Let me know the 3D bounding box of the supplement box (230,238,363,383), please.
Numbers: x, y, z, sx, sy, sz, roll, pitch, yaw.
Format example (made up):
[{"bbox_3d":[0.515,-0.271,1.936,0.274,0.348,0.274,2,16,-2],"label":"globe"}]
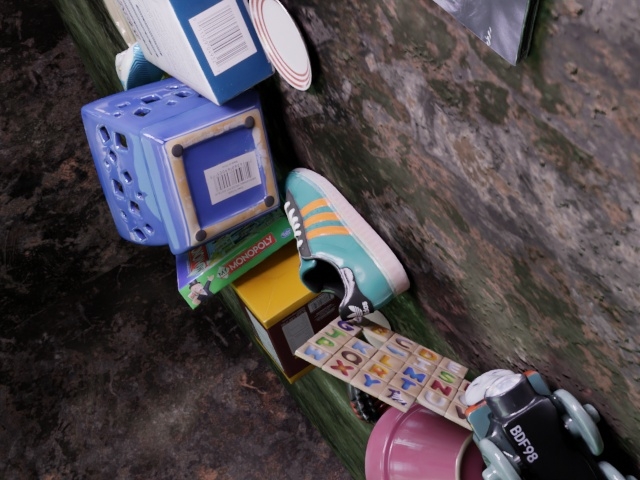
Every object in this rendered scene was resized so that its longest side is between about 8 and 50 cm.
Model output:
[{"bbox_3d":[-0.028,0.109,1.318,0.129,0.191,0.194,45,161,40],"label":"supplement box"}]

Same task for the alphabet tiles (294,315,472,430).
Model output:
[{"bbox_3d":[0.106,0.171,0.999,0.237,0.009,0.198,25,-161,16],"label":"alphabet tiles"}]

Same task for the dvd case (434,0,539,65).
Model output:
[{"bbox_3d":[0.095,-0.245,0.510,0.164,0.018,0.221,50,164,28],"label":"dvd case"}]

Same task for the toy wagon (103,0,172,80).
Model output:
[{"bbox_3d":[-0.367,-0.436,1.543,0.344,0.068,0.267,44,161,38],"label":"toy wagon"}]

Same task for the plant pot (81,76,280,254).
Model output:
[{"bbox_3d":[-0.200,-0.120,1.171,0.212,0.236,0.236,22,131,47],"label":"plant pot"}]

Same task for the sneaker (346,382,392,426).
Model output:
[{"bbox_3d":[0.102,0.280,1.379,0.135,0.097,0.276,49,178,43],"label":"sneaker"}]

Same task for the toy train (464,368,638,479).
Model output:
[{"bbox_3d":[0.274,0.294,0.843,0.334,0.142,0.190,58,175,0],"label":"toy train"}]

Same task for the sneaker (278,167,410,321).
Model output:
[{"bbox_3d":[0.000,0.000,1.135,0.302,0.121,0.108,47,164,40],"label":"sneaker"}]

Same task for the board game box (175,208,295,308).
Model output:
[{"bbox_3d":[-0.164,-0.006,1.361,0.046,0.213,0.317,56,178,-20],"label":"board game box"}]

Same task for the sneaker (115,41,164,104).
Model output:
[{"bbox_3d":[-0.349,-0.326,1.417,0.092,0.087,0.228,58,163,2],"label":"sneaker"}]

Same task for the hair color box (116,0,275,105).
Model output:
[{"bbox_3d":[-0.212,-0.341,1.146,0.347,0.105,0.174,38,157,52],"label":"hair color box"}]

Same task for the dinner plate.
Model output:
[{"bbox_3d":[-0.047,-0.258,0.956,0.141,0.017,0.141,51,165,19],"label":"dinner plate"}]

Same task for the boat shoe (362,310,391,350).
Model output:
[{"bbox_3d":[0.109,0.175,1.303,0.137,0.049,0.043,53,168,-3],"label":"boat shoe"}]

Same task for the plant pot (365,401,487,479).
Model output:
[{"bbox_3d":[0.193,0.335,1.101,0.201,0.201,0.180,59,151,-6],"label":"plant pot"}]
